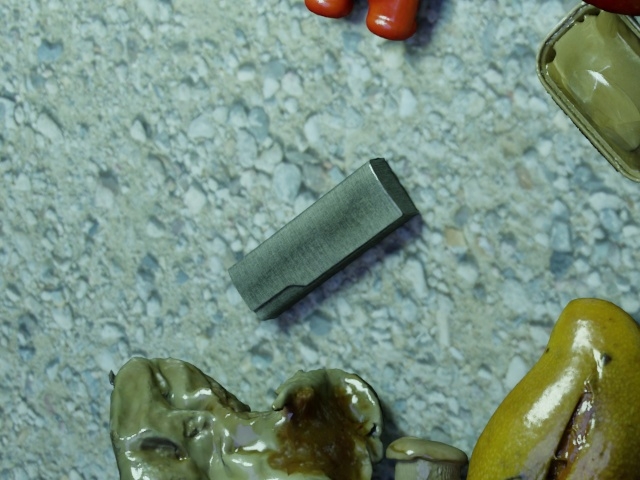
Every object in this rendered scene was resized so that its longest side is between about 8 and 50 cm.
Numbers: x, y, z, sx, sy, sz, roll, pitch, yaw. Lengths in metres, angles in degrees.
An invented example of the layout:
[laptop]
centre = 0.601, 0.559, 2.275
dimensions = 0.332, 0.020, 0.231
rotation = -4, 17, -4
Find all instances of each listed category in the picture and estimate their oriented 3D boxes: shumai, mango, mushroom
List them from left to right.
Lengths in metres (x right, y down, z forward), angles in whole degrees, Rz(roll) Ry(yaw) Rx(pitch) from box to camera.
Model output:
[shumai]
centre = -0.054, 0.253, 1.964
dimensions = 0.262, 0.267, 0.314
rotation = -12, 112, 5
[mushroom]
centre = 0.105, 0.319, 1.927
dimensions = 0.096, 0.108, 0.247
rotation = 3, 100, -6
[mango]
centre = 0.236, 0.205, 1.832
dimensions = 0.177, 0.120, 0.294
rotation = 24, 105, 22

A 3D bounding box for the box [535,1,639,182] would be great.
[box]
centre = 0.284, -0.140, 1.786
dimensions = 0.111, 0.111, 0.177
rotation = -47, 74, 23

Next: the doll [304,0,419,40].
[doll]
centre = 0.072, -0.371, 1.884
dimensions = 0.200, 0.105, 0.336
rotation = 22, 112, 26

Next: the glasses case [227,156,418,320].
[glasses case]
centre = 0.000, 0.000, 1.980
dimensions = 0.205, 0.047, 0.071
rotation = -37, 79, 25

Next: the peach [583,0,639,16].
[peach]
centre = 0.289, -0.319, 1.712
dimensions = 0.243, 0.199, 0.243
rotation = -13, 67, 32
